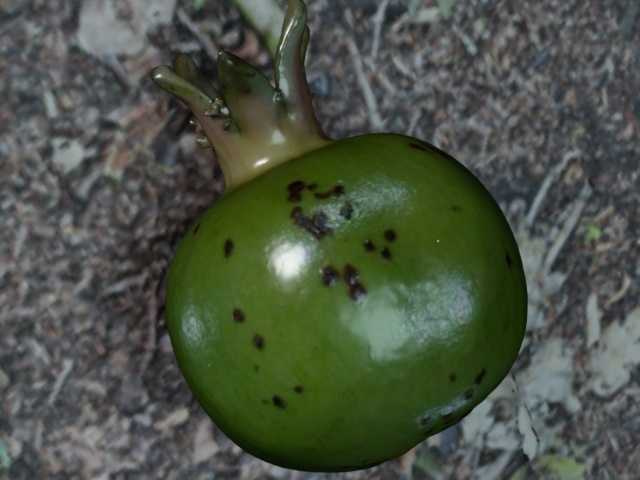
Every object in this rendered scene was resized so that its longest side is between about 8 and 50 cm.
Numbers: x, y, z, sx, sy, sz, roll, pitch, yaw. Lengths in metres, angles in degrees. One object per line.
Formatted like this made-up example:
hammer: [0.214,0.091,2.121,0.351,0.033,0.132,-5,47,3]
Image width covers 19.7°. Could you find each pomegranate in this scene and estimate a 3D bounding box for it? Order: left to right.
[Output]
pomegranate: [0.000,0.000,0.894,0.181,0.181,0.224,-22,89,-26]
